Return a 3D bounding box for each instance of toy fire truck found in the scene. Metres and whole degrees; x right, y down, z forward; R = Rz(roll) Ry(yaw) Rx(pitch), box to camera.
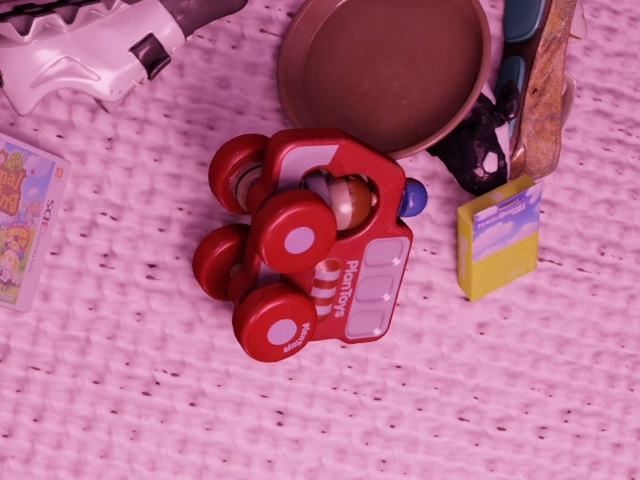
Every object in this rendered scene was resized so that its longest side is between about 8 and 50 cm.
[{"bbox_3d":[0.000,0.000,1.738,0.254,0.169,0.302,-4,124,-28],"label":"toy fire truck"}]

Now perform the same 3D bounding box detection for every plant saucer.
[{"bbox_3d":[0.080,-0.222,1.799,0.278,0.041,0.278,-6,70,17],"label":"plant saucer"}]

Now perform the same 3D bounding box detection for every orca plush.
[{"bbox_3d":[0.166,-0.194,1.824,0.102,0.151,0.287,-1,88,-56],"label":"orca plush"}]

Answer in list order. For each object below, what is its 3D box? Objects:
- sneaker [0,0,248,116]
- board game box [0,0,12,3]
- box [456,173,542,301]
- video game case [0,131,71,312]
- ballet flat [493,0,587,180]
[{"bbox_3d":[-0.238,-0.236,1.749,0.330,0.122,0.146,-16,111,-17],"label":"sneaker"},{"bbox_3d":[-0.425,-0.352,1.722,0.193,0.045,0.147,-14,92,-17],"label":"board game box"},{"bbox_3d":[0.228,-0.008,1.844,0.109,0.178,0.042,-27,53,-16],"label":"box"},{"bbox_3d":[-0.386,-0.028,1.663,0.212,0.023,0.193,24,78,-57],"label":"video game case"},{"bbox_3d":[0.294,-0.247,1.898,0.123,0.123,0.348,11,89,-16],"label":"ballet flat"}]
